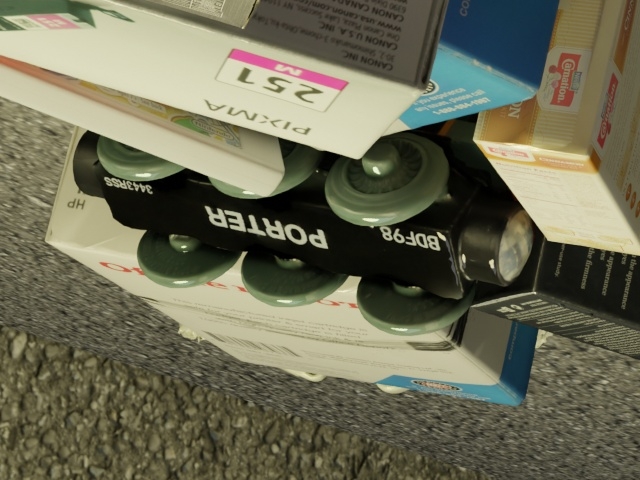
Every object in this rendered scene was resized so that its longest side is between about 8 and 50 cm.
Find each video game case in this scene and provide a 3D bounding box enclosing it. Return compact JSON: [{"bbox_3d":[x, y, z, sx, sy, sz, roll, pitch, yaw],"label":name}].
[{"bbox_3d":[-0.133,-0.135,1.179,0.227,0.206,0.026,20,126,-27],"label":"video game case"}]

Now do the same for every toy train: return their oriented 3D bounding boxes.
[{"bbox_3d":[0.002,-0.056,1.296,0.334,0.190,0.142,11,138,30],"label":"toy train"}]

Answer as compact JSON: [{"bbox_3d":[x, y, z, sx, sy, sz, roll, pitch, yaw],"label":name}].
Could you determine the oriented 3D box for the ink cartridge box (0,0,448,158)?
[{"bbox_3d":[-0.102,-0.102,0.956,0.275,0.060,0.239,16,164,-9],"label":"ink cartridge box"}]

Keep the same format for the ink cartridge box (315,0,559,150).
[{"bbox_3d":[-0.056,-0.169,1.039,0.307,0.129,0.223,22,165,-27],"label":"ink cartridge box"}]

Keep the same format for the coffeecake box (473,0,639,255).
[{"bbox_3d":[0.156,-0.088,1.136,0.068,0.142,0.185,9,166,22],"label":"coffeecake box"}]

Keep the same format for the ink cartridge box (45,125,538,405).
[{"bbox_3d":[0.000,0.000,1.625,0.285,0.166,0.395,8,167,23],"label":"ink cartridge box"}]

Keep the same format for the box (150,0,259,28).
[{"bbox_3d":[-0.115,-0.208,0.817,0.231,0.183,0.056,16,165,-6],"label":"box"}]

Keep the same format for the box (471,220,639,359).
[{"bbox_3d":[0.232,0.001,1.415,0.207,0.153,0.108,19,167,-17],"label":"box"}]

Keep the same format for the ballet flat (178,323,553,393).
[{"bbox_3d":[0.038,0.089,2.051,0.409,0.147,0.147,11,167,11],"label":"ballet flat"}]
